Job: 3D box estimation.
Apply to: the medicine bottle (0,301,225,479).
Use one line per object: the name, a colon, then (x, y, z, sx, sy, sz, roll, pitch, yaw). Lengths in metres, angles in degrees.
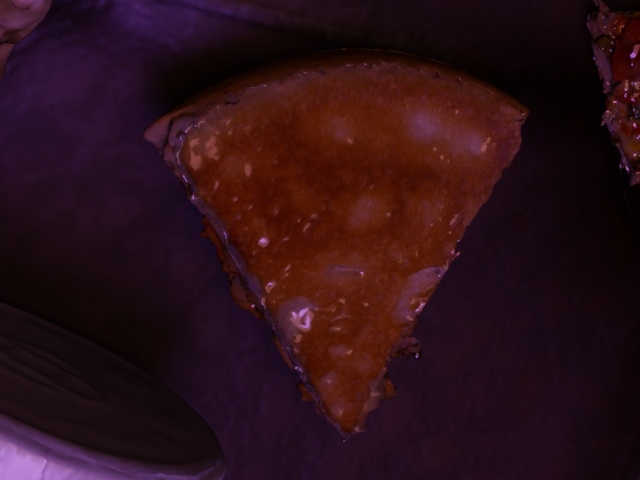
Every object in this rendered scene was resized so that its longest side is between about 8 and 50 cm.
medicine bottle: (-0.197, 0.191, 0.643, 0.190, 0.190, 0.332, 29, 94, -23)

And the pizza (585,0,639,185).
pizza: (0.181, -0.075, 0.779, 0.100, 0.029, 0.099, 3, 105, -18)

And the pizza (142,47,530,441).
pizza: (0.000, 0.000, 0.726, 0.201, 0.053, 0.193, 3, 103, -30)

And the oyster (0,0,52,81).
oyster: (-0.277, -0.055, 0.589, 0.351, 0.115, 0.238, -18, 110, -6)
